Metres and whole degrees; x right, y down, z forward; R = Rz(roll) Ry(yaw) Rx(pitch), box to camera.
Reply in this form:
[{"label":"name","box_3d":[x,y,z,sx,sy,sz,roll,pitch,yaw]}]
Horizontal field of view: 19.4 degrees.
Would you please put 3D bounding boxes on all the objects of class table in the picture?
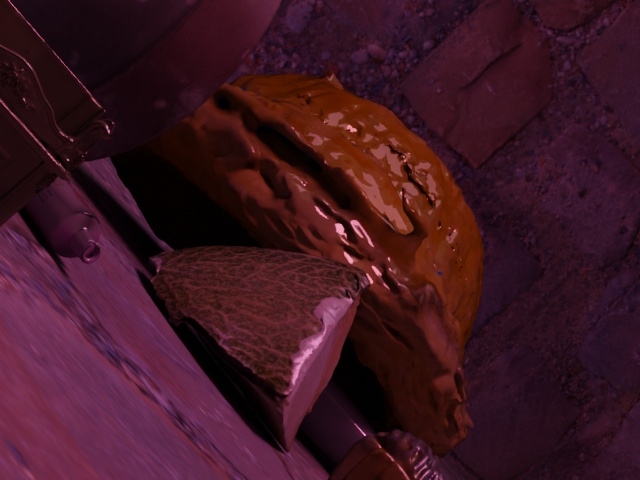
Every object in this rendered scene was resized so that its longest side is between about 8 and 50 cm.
[{"label":"table","box_3d":[-0.126,-0.041,0.641,0.079,0.083,0.062,50,-1,-15]}]

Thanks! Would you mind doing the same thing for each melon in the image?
[{"label":"melon","box_3d":[-0.029,0.054,1.242,0.202,0.139,0.093,46,-25,45]}]

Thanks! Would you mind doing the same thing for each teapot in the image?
[{"label":"teapot","box_3d":[-0.220,-0.227,1.093,0.315,0.233,0.312,8,-26,42]}]

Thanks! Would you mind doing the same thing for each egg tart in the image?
[{"label":"egg tart","box_3d":[0.000,0.000,1.459,0.388,0.169,0.388,41,-19,17]}]

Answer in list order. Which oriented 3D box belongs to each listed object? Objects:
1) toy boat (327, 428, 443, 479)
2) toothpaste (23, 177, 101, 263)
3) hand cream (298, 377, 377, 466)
[{"label":"toy boat","box_3d":[0.121,0.216,0.861,0.321,0.121,0.089,49,-5,2]},{"label":"toothpaste","box_3d":[-0.157,-0.036,1.009,0.045,0.028,0.170,39,5,-44]},{"label":"hand cream","box_3d":[-0.011,0.112,1.388,0.255,0.048,0.079,47,-8,0]}]
